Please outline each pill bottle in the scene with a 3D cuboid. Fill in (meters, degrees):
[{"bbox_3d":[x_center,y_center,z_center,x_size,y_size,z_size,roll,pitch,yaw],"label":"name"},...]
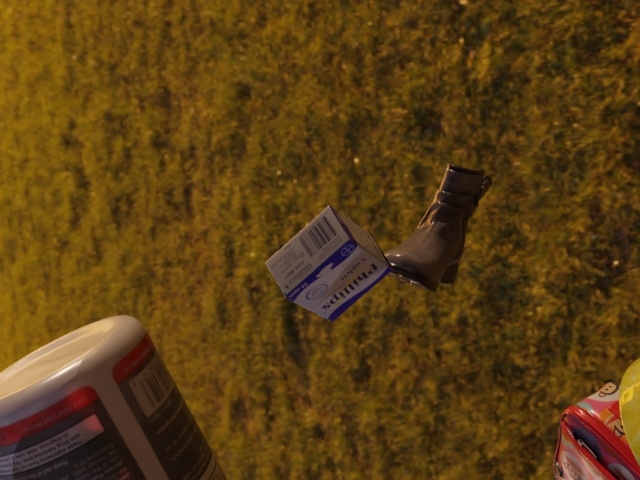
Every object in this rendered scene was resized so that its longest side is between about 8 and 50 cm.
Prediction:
[{"bbox_3d":[-0.211,0.284,1.038,0.363,0.210,0.210,64,158,-11],"label":"pill bottle"}]

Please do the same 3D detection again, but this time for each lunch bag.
[{"bbox_3d":[0.463,0.348,1.325,0.293,0.120,0.258,47,154,40],"label":"lunch bag"}]

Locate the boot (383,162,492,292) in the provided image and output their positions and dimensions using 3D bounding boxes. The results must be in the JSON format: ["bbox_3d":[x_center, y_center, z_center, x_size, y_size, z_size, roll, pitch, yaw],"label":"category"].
[{"bbox_3d":[0.204,-0.036,1.670,0.118,0.338,0.223,23,100,14],"label":"boot"}]

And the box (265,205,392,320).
[{"bbox_3d":[0.015,0.036,1.349,0.126,0.137,0.072,-42,56,12],"label":"box"}]

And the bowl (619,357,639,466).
[{"bbox_3d":[0.531,0.226,1.156,0.156,0.289,0.290,-51,52,40],"label":"bowl"}]

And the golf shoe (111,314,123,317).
[{"bbox_3d":[-0.305,0.216,1.509,0.086,0.067,0.186,-43,65,34],"label":"golf shoe"}]

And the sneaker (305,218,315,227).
[{"bbox_3d":[0.001,-0.002,1.509,0.089,0.170,0.051,28,100,33],"label":"sneaker"}]
